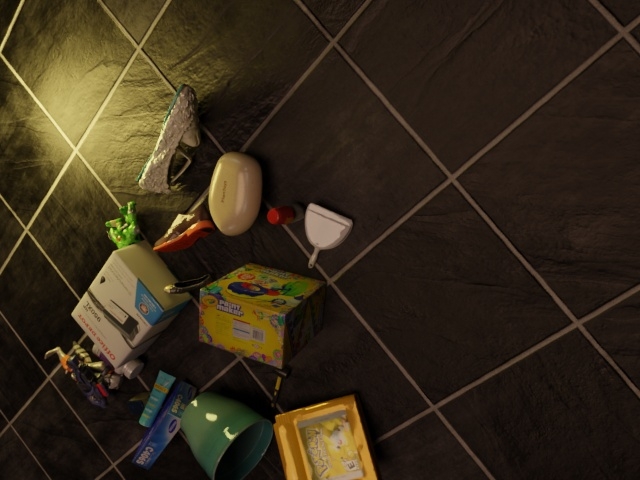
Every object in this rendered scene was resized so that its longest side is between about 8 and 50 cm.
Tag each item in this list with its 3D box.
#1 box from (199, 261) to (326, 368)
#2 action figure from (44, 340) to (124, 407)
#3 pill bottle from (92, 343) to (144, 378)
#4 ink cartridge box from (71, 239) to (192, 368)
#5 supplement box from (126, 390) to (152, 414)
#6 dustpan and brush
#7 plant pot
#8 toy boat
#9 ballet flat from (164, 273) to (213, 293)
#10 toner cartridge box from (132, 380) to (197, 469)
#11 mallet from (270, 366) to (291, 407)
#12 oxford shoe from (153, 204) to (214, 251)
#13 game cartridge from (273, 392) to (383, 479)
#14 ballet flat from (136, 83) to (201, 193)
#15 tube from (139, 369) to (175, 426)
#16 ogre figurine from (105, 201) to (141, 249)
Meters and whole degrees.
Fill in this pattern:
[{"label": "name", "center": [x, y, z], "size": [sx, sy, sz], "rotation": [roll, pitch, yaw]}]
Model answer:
[{"label": "box", "center": [-0.172, 0.217, 1.601], "size": [0.289, 0.279, 0.177], "rotation": [13, 110, 22]}, {"label": "action figure", "center": [-0.950, 0.515, 2.125], "size": [0.330, 0.179, 0.341], "rotation": [17, 136, 16]}, {"label": "pill bottle", "center": [-0.801, 0.462, 2.070], "size": [0.193, 0.108, 0.108], "rotation": [34, 116, 14]}, {"label": "ink cartridge box", "center": [-0.706, 0.242, 1.929], "size": [0.285, 0.166, 0.395], "rotation": [48, 119, 7]}, {"label": "supplement box", "center": [-0.716, 0.654, 2.096], "size": [0.083, 0.083, 0.056], "rotation": [-14, 98, 28]}, {"label": "dustpan and brush", "center": [0.000, 0.000, 1.591], "size": [0.147, 0.060, 0.211], "rotation": [24, 107, 4]}, {"label": "plant pot", "center": [-0.352, 0.676, 1.839], "size": [0.255, 0.271, 0.272], "rotation": [30, 116, 31]}, {"label": "toy boat", "center": [-0.203, -0.121, 1.614], "size": [0.318, 0.148, 0.268], "rotation": [24, 109, 26]}, {"label": "ballet flat", "center": [-0.461, 0.150, 1.817], "size": [0.173, 0.057, 0.049], "rotation": [-11, 122, -7]}, {"label": "toner cartridge box", "center": [-0.602, 0.715, 2.006], "size": [0.075, 0.165, 0.348], "rotation": [30, 119, -13]}, {"label": "mallet", "center": [-0.158, 0.508, 1.817], "size": [0.062, 0.039, 0.190], "rotation": [30, 119, 16]}, {"label": "oxford shoe", "center": [-0.478, -0.035, 1.798], "size": [0.271, 0.097, 0.099], "rotation": [-25, 73, 25]}, {"label": "game cartridge", "center": [0.013, 0.680, 1.696], "size": [0.323, 0.052, 0.286], "rotation": [-22, 74, 19]}, {"label": "ballet flat", "center": [-0.469, -0.318, 1.699], "size": [0.147, 0.147, 0.409], "rotation": [43, 121, 9]}, {"label": "tube", "center": [-0.643, 0.622, 2.038], "size": [0.080, 0.052, 0.207], "rotation": [20, 79, 15]}, {"label": "ogre figurine", "center": [-0.712, -0.043, 1.899], "size": [0.197, 0.097, 0.118], "rotation": [-35, 69, 14]}]
